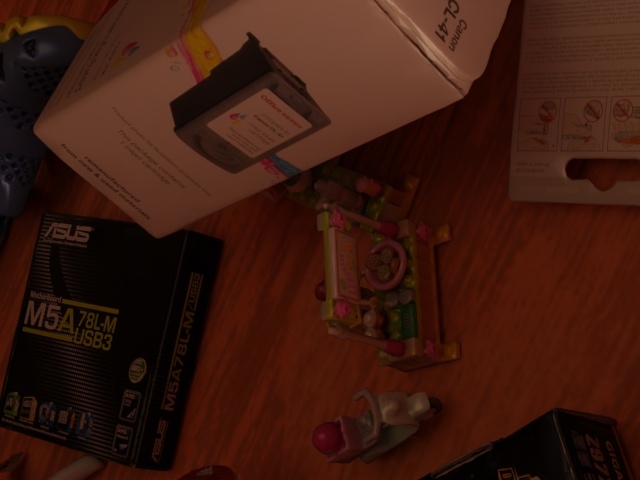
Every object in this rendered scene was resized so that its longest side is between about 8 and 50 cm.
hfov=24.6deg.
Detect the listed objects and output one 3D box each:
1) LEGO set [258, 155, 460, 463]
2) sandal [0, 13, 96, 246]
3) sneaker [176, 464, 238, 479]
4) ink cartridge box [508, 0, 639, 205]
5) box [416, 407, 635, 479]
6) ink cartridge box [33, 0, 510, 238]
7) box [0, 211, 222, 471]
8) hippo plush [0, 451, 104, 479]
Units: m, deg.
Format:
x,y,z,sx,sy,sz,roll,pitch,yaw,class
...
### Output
x,y,z,sx,sy,sz,roll,pitch,yaw,class
0.000,0.000,0.979,0.132,0.107,0.287,-42,53,27,LEGO set
-0.275,-0.076,1.266,0.317,0.126,0.138,-38,57,39,sandal
-0.075,0.266,0.939,0.087,0.128,0.221,-7,43,41,sneaker
0.189,-0.109,0.889,0.145,0.045,0.179,4,90,44,ink cartridge box
0.096,0.293,0.821,0.257,0.079,0.322,-33,57,30,box
-0.021,-0.156,0.959,0.306,0.131,0.226,-24,33,44,ink cartridge box
-0.172,0.075,1.165,0.190,0.045,0.184,8,85,44,box
-0.329,0.319,1.137,0.234,0.294,0.237,-7,95,42,hippo plush
